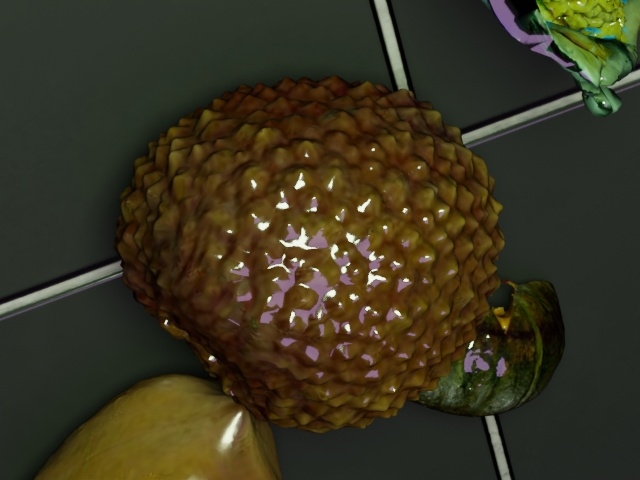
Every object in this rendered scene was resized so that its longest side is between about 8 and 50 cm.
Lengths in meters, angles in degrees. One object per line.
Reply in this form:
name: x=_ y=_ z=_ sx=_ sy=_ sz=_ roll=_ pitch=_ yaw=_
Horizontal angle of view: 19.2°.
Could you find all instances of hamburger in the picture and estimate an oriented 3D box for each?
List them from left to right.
hamburger: x=0.157 y=-0.221 z=1.223 sx=0.260 sy=0.276 sz=0.150 roll=32 pitch=118 yaw=-32

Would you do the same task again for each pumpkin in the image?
pumpkin: x=0.121 y=0.089 z=1.542 sx=0.184 sy=0.107 sz=0.119 roll=3 pitch=128 yaw=-18

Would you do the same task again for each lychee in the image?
lychee: x=0.000 y=0.000 z=1.355 sx=0.268 sy=0.267 sz=0.267 roll=-9 pitch=126 yaw=-12

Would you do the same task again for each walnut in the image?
walnut: x=-0.126 y=0.220 z=1.487 sx=0.203 sy=0.203 sz=0.298 roll=13 pitch=135 yaw=-26
